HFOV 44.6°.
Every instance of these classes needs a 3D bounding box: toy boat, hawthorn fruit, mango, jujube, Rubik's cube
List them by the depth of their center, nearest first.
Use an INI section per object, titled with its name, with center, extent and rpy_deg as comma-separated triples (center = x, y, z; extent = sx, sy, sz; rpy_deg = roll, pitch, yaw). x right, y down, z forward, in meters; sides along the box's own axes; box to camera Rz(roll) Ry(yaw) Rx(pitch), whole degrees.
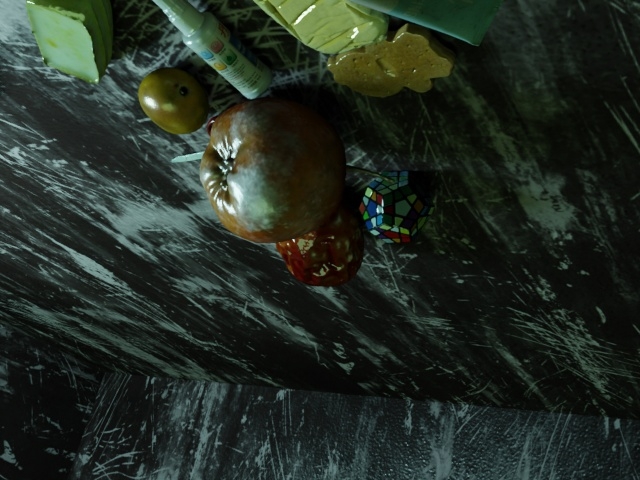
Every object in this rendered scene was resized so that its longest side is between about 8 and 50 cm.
[toy boat]
center = -0.360, -0.317, 1.128
extent = 0.111, 0.084, 0.276
rpy_deg = 19, 157, -6
[hawthorn fruit]
center = -0.072, -0.113, 1.248
extent = 0.231, 0.235, 0.263
rpy_deg = -43, 166, 17
[mango]
center = -0.234, -0.221, 1.269
extent = 0.111, 0.089, 0.163
rpy_deg = 20, 168, 15
[Rubik's cube]
center = 0.135, -0.059, 1.383
extent = 0.112, 0.133, 0.133
rpy_deg = -4, 167, -29
[jujube]
center = 0.000, 0.000, 1.525
extent = 0.174, 0.174, 0.250
rpy_deg = 10, 159, 9

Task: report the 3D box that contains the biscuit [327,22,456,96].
[biscuit]
center = 0.101, -0.247, 1.090
extent = 0.133, 0.027, 0.184
rpy_deg = 25, 156, -25

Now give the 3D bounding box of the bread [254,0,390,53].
[bread]
center = -0.016, -0.320, 0.896
extent = 0.140, 0.106, 0.236
rpy_deg = -13, 144, 42

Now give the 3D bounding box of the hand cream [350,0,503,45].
[hand cream]
center = 0.082, -0.280, 0.832
extent = 0.312, 0.070, 0.111
rpy_deg = 3, 127, -30

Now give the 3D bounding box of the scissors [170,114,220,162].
[scissors]
center = -0.191, -0.163, 1.459
extent = 0.144, 0.017, 0.247
rpy_deg = 29, 154, -29

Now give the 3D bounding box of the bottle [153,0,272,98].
[bottle]
center = -0.156, -0.285, 1.111
extent = 0.060, 0.060, 0.217
rpy_deg = -6, 150, 39
